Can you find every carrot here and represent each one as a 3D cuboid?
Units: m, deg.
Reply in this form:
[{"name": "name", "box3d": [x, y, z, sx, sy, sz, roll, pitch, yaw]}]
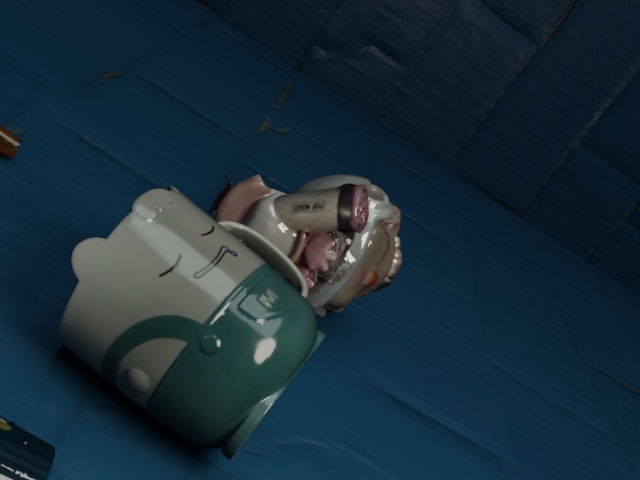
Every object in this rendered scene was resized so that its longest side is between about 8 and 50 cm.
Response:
[{"name": "carrot", "box3d": [-0.521, -0.179, 1.060, 0.161, 0.055, 0.055, 38, 21, -13]}]

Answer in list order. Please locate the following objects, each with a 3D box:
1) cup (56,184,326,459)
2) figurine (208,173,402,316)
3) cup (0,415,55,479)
[{"name": "cup", "box3d": [-0.131, 0.081, 0.847, 0.257, 0.219, 0.290, 38, 37, 5]}, {"name": "figurine", "box3d": [0.007, -0.006, 1.125, 0.211, 0.253, 0.361, 55, 18, 15]}, {"name": "cup", "box3d": [-0.310, 0.177, 0.576, 0.155, 0.131, 0.176, 33, -3, -18]}]
